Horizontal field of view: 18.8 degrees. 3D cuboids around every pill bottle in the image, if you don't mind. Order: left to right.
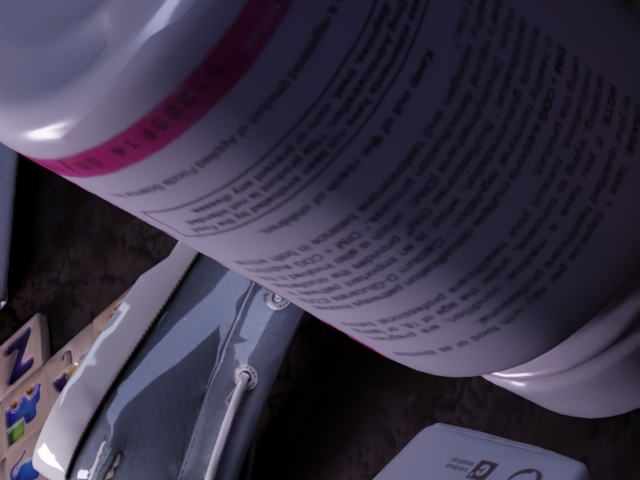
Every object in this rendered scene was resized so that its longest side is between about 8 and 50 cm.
[{"bbox_3d":[0.027,-0.047,0.692,0.160,0.283,0.160,-29,46,35],"label":"pill bottle"}]

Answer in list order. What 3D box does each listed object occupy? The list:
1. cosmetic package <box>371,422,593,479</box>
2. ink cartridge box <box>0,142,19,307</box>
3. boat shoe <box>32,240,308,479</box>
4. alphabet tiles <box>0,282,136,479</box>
[{"bbox_3d":[0.009,0.177,0.618,0.231,0.117,0.085,-40,29,-29],"label":"cosmetic package"},{"bbox_3d":[-0.287,-0.021,1.107,0.045,0.223,0.224,114,160,-49],"label":"ink cartridge box"},{"bbox_3d":[0.000,0.000,0.878,0.099,0.116,0.319,36,86,11],"label":"boat shoe"},{"bbox_3d":[-0.163,0.132,1.025,0.237,0.009,0.198,-40,40,24],"label":"alphabet tiles"}]
